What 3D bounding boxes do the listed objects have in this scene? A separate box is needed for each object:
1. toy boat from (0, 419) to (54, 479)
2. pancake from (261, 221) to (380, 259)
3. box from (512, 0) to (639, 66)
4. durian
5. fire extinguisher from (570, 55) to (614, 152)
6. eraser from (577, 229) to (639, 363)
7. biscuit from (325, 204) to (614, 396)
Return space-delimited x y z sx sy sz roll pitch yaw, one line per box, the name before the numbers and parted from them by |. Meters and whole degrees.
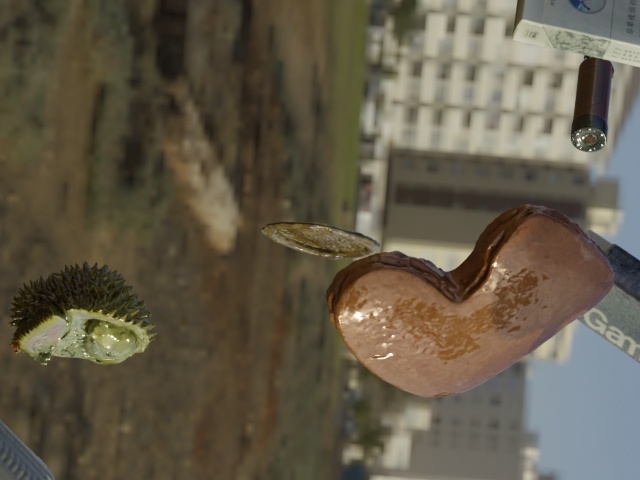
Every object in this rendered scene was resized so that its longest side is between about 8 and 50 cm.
toy boat | -0.323 0.124 1.424 0.269 0.141 0.141 55 14 -15
pancake | 0.000 -0.001 1.714 0.115 0.115 0.011 87 13 -76
box | 0.154 -0.133 1.079 0.024 0.083 0.054 109 -8 -65
durian | -0.258 0.083 1.994 0.208 0.146 0.102 -23 -126 43
fire extinguisher | 0.168 -0.091 1.151 0.028 0.022 0.083 122 -14 -46
eraser | 0.333 0.083 1.872 0.046 0.212 0.092 -42 157 -32
biscuit | 0.111 0.040 1.408 0.186 0.192 0.036 42 17 -45
